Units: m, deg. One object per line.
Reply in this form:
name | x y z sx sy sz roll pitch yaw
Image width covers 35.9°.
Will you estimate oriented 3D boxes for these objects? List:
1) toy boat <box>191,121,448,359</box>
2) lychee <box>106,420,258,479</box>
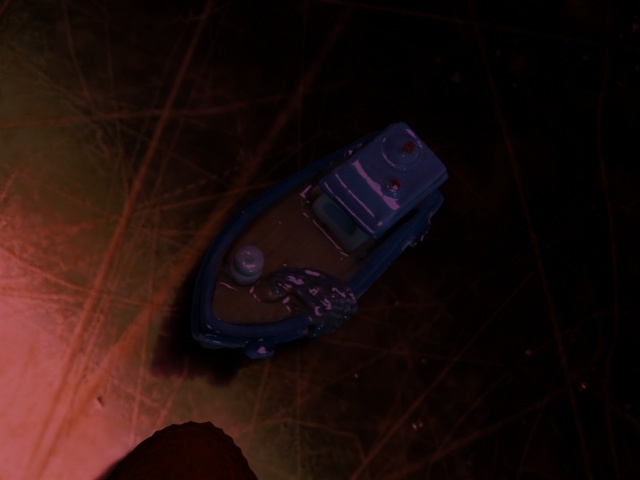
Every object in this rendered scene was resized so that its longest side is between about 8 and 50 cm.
toy boat | 0.000 0.000 0.692 0.238 0.098 0.109 -40 86 -30
lychee | -0.076 0.174 0.580 0.114 0.101 0.140 17 33 -25
